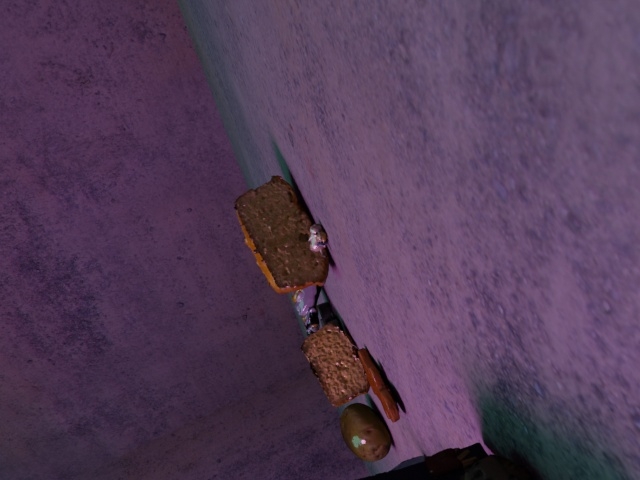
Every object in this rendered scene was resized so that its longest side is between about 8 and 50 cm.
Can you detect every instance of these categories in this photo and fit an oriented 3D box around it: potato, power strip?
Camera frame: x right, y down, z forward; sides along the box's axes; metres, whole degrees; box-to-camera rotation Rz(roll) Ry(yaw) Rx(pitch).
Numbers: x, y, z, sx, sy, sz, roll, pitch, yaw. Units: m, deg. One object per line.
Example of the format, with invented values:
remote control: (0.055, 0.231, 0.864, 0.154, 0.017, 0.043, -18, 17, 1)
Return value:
potato: (0.150, 0.656, 1.959, 0.197, 0.148, 0.228, 55, 176, -31)
power strip: (0.026, 0.291, 2.010, 0.215, 0.061, 0.145, 144, 106, -80)

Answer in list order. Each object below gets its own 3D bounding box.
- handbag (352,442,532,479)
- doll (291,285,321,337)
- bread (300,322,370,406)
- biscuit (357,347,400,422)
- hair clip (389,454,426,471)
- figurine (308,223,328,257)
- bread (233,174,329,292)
handbag: (0.140, 0.390, 0.745, 0.303, 0.329, 0.122, -165, 53, -85)
doll: (-0.044, 0.200, 1.954, 0.145, 0.103, 0.316, 37, -138, -79)
bread: (0.059, 0.402, 1.807, 0.260, 0.160, 0.147, 53, 172, 32)
biscuit: (0.165, 0.397, 1.536, 0.250, 0.036, 0.165, -130, 17, -72)
hair clip: (0.177, 0.676, 1.294, 0.238, 0.318, 0.392, 64, 169, 8)
figurine: (0.000, 0.000, 1.479, 0.050, 0.047, 0.083, 36, 145, 44)
bread: (-0.108, 0.008, 1.607, 0.340, 0.194, 0.179, 61, 163, 13)
